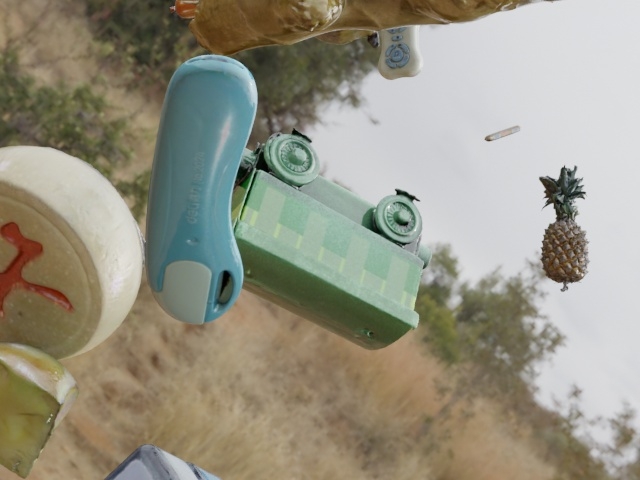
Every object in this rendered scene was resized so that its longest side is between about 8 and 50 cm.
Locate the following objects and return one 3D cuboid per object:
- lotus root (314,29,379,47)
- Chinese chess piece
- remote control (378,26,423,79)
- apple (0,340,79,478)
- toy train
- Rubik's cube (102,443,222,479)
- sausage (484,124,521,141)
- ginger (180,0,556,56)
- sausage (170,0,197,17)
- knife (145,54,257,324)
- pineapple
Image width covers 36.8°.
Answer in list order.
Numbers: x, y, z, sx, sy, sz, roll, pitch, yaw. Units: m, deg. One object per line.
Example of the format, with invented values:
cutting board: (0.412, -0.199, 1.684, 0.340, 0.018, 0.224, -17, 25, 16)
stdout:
lotus root: (0.027, -0.356, 1.091, 0.170, 0.260, 0.074, 8, -5, 9)
Chinese chess piece: (-0.433, 0.020, 1.460, 0.338, 0.338, 0.140, 47, 34, -9)
remote control: (0.126, -0.316, 1.523, 0.032, 0.074, 0.122, 18, 69, -63)
apple: (-0.457, 0.222, 1.426, 0.193, 0.265, 0.120, 37, 44, 3)
toy train: (0.000, 0.000, 1.202, 0.301, 0.202, 0.120, 28, -34, -18)
Rubik's cube: (-0.104, 0.386, 0.762, 0.293, 0.287, 0.292, 46, -2, 33)
sausage: (0.361, -0.212, 1.906, 0.015, 0.100, 0.015, 37, -43, 44)
ginger: (0.084, -0.216, 0.823, 0.236, 0.375, 0.166, 60, 3, 40)
sausage: (-0.126, -0.279, 1.123, 0.031, 0.107, 0.031, -9, 90, -72)
knife: (-0.071, -0.022, 0.575, 0.222, 0.064, 0.031, 104, -9, -48)
pineapple: (0.421, -0.018, 1.667, 0.103, 0.083, 0.221, 55, 36, -70)
